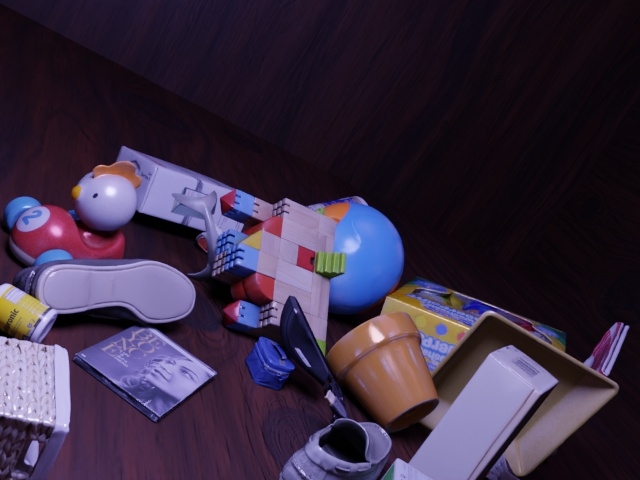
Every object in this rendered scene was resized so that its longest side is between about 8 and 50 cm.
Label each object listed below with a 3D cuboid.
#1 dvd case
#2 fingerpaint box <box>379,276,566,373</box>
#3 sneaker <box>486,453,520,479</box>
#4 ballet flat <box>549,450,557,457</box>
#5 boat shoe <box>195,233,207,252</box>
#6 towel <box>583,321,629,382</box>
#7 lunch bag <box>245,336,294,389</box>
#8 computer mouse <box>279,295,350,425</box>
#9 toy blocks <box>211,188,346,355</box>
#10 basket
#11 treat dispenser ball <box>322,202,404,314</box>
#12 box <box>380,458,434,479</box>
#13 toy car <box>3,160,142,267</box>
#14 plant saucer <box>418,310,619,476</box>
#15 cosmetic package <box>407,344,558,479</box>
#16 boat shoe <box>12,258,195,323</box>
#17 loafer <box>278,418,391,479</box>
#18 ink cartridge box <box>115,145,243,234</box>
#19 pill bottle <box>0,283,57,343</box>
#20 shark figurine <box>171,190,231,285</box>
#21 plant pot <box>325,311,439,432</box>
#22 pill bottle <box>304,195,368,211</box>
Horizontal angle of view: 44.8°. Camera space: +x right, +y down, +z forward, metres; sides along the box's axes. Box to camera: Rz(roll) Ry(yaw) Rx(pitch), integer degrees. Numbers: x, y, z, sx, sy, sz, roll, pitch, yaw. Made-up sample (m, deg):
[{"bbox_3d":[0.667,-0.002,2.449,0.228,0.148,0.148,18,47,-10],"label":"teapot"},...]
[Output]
[{"bbox_3d":[-0.280,0.207,1.277,0.164,0.018,0.221,34,14,9],"label":"dvd case"},{"bbox_3d":[0.392,0.259,2.002,0.445,0.163,0.371,21,12,16],"label":"fingerpaint box"},{"bbox_3d":[0.387,0.504,1.637,0.065,0.061,0.158,53,4,-31],"label":"sneaker"},{"bbox_3d":[0.498,0.452,1.970,0.086,0.086,0.248,19,21,-42],"label":"ballet flat"},{"bbox_3d":[-0.241,0.029,1.886,0.137,0.049,0.043,33,16,-17],"label":"boat shoe"},{"bbox_3d":[0.588,0.351,1.799,0.037,0.329,0.237,35,37,13],"label":"towel"},{"bbox_3d":[-0.094,0.233,1.480,0.067,0.065,0.098,23,17,-32],"label":"lunch bag"},{"bbox_3d":[-0.018,0.242,1.465,0.184,0.060,0.262,-113,179,-67],"label":"computer mouse"},{"bbox_3d":[-0.107,0.055,1.642,0.261,0.191,0.381,23,59,-33],"label":"toy blocks"},{"bbox_3d":[-0.369,0.204,0.929,0.103,0.113,0.167,20,19,-26],"label":"basket"},{"bbox_3d":[0.069,0.045,1.981,0.288,0.288,0.288,30,15,-9],"label":"treat dispenser ball"},{"bbox_3d":[0.142,0.434,1.266,0.102,0.087,0.101,31,15,0],"label":"box"},{"bbox_3d":[-0.422,-0.053,1.400,0.210,0.238,0.219,16,21,-46],"label":"toy car"},{"bbox_3d":[0.395,0.317,1.661,0.333,0.332,0.081,30,30,-8],"label":"plant saucer"},{"bbox_3d":[0.279,0.346,1.395,0.113,0.309,0.160,38,17,23],"label":"cosmetic package"},{"bbox_3d":[-0.361,0.080,1.332,0.095,0.112,0.335,8,-1,38],"label":"boat shoe"},{"bbox_3d":[0.048,0.352,1.290,0.112,0.111,0.319,38,16,20],"label":"loafer"},{"bbox_3d":[-0.348,-0.115,1.914,0.289,0.121,0.211,18,7,-42],"label":"ink cartridge box"},{"bbox_3d":[-0.459,0.104,1.155,0.116,0.065,0.065,31,15,-3],"label":"pill bottle"},{"bbox_3d":[-0.244,0.032,1.698,0.166,0.116,0.278,-109,-178,-48],"label":"shark figurine"},{"bbox_3d":[0.143,0.281,1.595,0.205,0.205,0.188,13,40,-52],"label":"plant pot"},{"bbox_3d":[0.005,-0.029,2.182,0.265,0.153,0.153,-13,36,-23],"label":"pill bottle"}]
